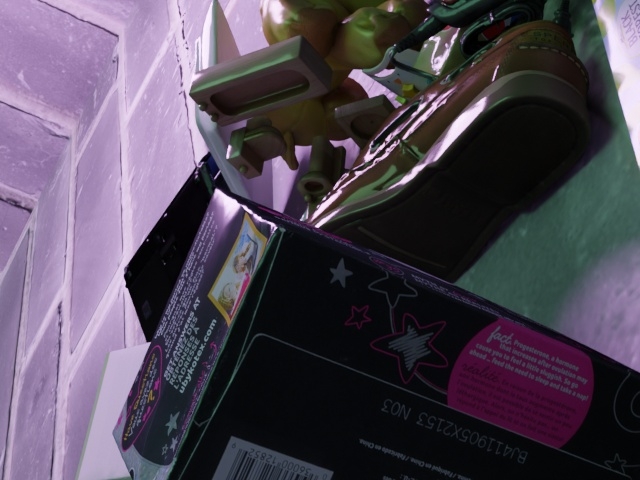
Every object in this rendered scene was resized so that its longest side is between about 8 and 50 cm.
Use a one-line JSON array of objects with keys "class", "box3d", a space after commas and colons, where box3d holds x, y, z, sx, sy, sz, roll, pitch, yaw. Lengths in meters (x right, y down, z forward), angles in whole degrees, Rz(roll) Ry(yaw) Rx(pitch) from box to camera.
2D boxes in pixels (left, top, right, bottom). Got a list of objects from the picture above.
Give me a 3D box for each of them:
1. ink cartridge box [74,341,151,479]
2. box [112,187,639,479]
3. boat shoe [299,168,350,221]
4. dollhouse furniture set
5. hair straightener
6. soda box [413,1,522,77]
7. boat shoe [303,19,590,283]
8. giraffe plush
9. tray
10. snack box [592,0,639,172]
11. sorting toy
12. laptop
[{"class": "ink cartridge box", "box3d": [-0.175, 0.192, 1.307, 0.235, 0.056, 0.171, -17, 52, 41]}, {"class": "box", "box3d": [0.034, 0.097, 0.640, 0.163, 0.247, 0.142, -66, 20, 3]}, {"class": "boat shoe", "box3d": [0.000, 0.000, 1.092, 0.040, 0.049, 0.142, 38, 111, 32]}, {"class": "dollhouse furniture set", "box3d": [-0.018, -0.071, 0.991, 0.144, 0.151, 0.123, -14, 52, 29]}, {"class": "hair straightener", "box3d": [0.147, -0.179, 0.846, 0.230, 0.047, 0.089, -30, 62, 28]}, {"class": "soda box", "box3d": [0.144, -0.205, 0.937, 0.181, 0.058, 0.061, -67, 21, 4]}, {"class": "boat shoe", "box3d": [0.082, -0.044, 0.878, 0.307, 0.111, 0.104, -36, 33, 37]}, {"class": "giraffe plush", "box3d": [-0.004, -0.161, 1.121, 0.181, 0.210, 0.170, -45, -33, -56]}, {"class": "tray", "box3d": [-0.086, -0.110, 1.178, 0.270, 0.030, 0.145, 69, -162, -66]}, {"class": "snack box", "box3d": [0.238, -0.146, 0.640, 0.174, 0.070, 0.207, -49, 27, 39]}, {"class": "sorting toy", "box3d": [0.078, -0.140, 1.003, 0.083, 0.075, 0.044, -31, 41, 57]}, {"class": "laptop", "box3d": [-0.135, 0.003, 1.451, 0.234, 0.137, 0.264, -50, 53, 39]}]
